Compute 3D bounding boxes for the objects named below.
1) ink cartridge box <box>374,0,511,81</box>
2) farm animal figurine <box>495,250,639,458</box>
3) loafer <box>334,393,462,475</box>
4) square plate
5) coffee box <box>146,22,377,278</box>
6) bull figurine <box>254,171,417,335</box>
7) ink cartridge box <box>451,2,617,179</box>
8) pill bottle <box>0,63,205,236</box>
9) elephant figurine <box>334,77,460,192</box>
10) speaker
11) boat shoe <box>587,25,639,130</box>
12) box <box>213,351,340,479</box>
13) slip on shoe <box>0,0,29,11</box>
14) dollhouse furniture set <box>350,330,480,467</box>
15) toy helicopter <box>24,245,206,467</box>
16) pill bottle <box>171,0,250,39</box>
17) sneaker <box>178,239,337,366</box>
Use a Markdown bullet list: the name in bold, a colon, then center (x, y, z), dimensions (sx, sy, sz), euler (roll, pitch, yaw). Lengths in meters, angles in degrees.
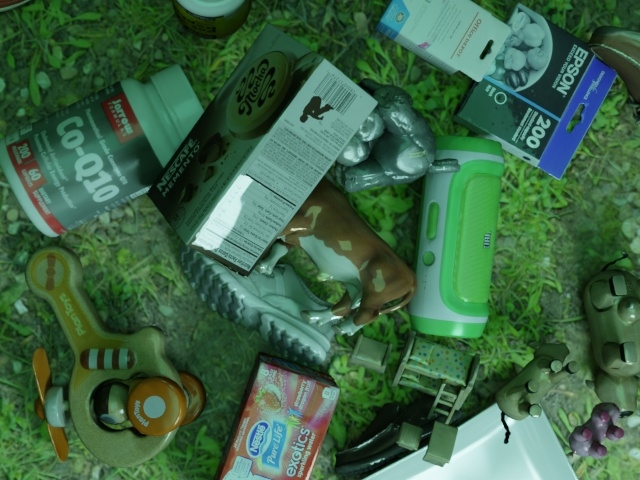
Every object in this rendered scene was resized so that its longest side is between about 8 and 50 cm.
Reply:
- **ink cartridge box**: center (0.189, -0.330, 1.392), dimensions (0.181, 0.061, 0.104), euler (31, 88, -5)
- **farm animal figurine**: center (0.441, 0.185, 1.380), dimensions (0.330, 0.172, 0.327), euler (15, 75, -6)
- **loafer**: center (0.111, 0.294, 1.397), dimensions (0.220, 0.080, 0.078), euler (-25, 70, -14)
- **square plate**: center (0.258, 0.456, 1.419), dimensions (0.344, 0.049, 0.347), euler (-29, 93, -4)
- **coffee box**: center (-0.085, -0.122, 1.214), dimensions (0.119, 0.168, 0.297), euler (32, 99, -40)
- **bull figurine**: center (0.000, 0.000, 1.322), dimensions (0.310, 0.101, 0.188), euler (43, 67, 9)
- **ink cartridge box**: center (0.347, -0.233, 1.419), dimensions (0.208, 0.045, 0.206), euler (28, 88, -7)
- **pill bottle**: center (-0.301, -0.135, 1.298), dimensions (0.283, 0.161, 0.161), euler (-27, 93, -4)
- **elephant figurine**: center (0.065, -0.182, 1.336), dimensions (0.169, 0.239, 0.186), euler (-28, 121, -1)
- **speaker**: center (0.207, -0.006, 1.368), dimensions (0.131, 0.131, 0.296), euler (6, 91, -6)
- **boat shoe**: center (0.545, -0.217, 1.396), dimensions (0.324, 0.123, 0.116), euler (32, 96, -9)
- **box**: center (-0.075, 0.310, 1.347), dimensions (0.128, 0.122, 0.257), euler (19, 89, -6)
- **slip on shoe**: center (-0.416, -0.421, 1.313), dimensions (0.331, 0.101, 0.123), euler (-16, 94, -4)
- **dollhouse furniture set**: center (0.125, 0.223, 1.327), dimensions (0.182, 0.101, 0.161), euler (18, 58, 5)
- **toy helicopter**: center (-0.348, 0.175, 1.337), dimensions (0.235, 0.140, 0.355), euler (-31, 83, 5)
- **pill bottle**: center (-0.156, -0.356, 1.281), dimensions (0.117, 0.215, 0.117), euler (0, 91, -6)
- **sneaker**: center (-0.092, 0.073, 1.372), dimensions (0.281, 0.105, 0.115), euler (38, 56, -2)
